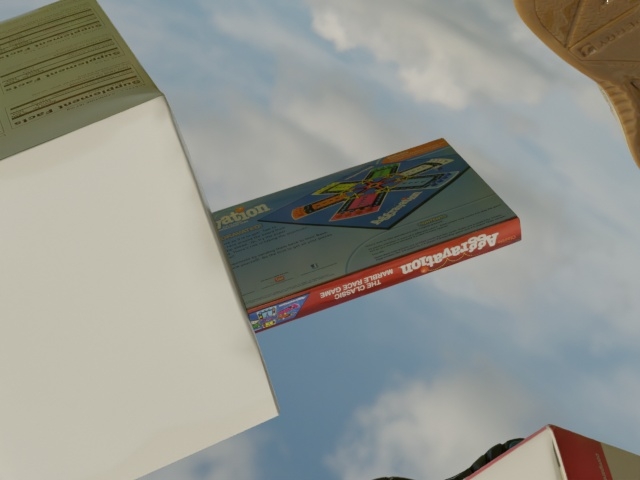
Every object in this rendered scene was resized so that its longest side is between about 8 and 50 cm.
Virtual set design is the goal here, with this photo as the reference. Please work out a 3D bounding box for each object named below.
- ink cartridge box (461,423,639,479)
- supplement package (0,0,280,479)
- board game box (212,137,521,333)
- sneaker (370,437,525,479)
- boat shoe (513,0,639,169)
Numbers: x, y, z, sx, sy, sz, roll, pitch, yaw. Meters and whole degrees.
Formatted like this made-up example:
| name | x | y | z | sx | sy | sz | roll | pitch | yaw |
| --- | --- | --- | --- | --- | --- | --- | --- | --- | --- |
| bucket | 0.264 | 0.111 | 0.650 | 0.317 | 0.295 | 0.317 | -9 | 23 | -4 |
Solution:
| name | x | y | z | sx | sy | sz | roll | pitch | yaw |
| --- | --- | --- | --- | --- | --- | --- | --- | --- | --- |
| ink cartridge box | 0.266 | 0.318 | 1.322 | 0.306 | 0.226 | 0.131 | 23 | -139 | -30 |
| supplement package | -0.141 | 0.000 | 0.722 | 0.149 | 0.194 | 0.203 | -23 | -151 | -9 |
| board game box | 0.000 | 0.000 | 1.060 | 0.281 | 0.027 | 0.145 | -18 | -144 | -11 |
| sneaker | 0.148 | 0.365 | 1.708 | 0.340 | 0.140 | 0.125 | -11 | -126 | -23 |
| boat shoe | 0.265 | -0.148 | 1.032 | 0.341 | 0.121 | 0.110 | 41 | -145 | -36 |
